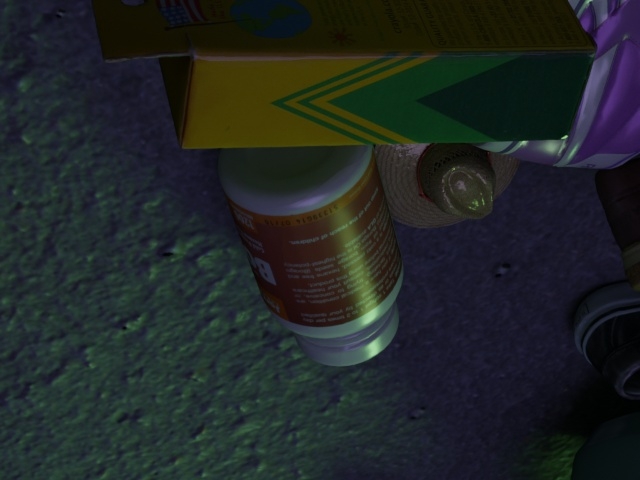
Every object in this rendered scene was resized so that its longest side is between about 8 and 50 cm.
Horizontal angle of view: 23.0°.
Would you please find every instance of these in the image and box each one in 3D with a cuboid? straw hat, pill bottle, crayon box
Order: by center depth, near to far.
[{"bbox_3d":[-0.001,-0.154,1.054,0.318,0.202,0.081,-2,133,-14],"label":"crayon box"},{"bbox_3d":[0.000,0.000,1.257,0.121,0.121,0.216,-18,135,0],"label":"pill bottle"},{"bbox_3d":[0.113,-0.050,1.277,0.144,0.061,0.144,-12,130,-15],"label":"straw hat"}]

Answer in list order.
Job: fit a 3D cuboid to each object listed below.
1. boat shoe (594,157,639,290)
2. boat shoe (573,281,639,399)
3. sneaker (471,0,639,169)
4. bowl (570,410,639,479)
[{"bbox_3d":[0.364,-0.070,1.296,0.342,0.123,0.123,-22,169,-26],"label":"boat shoe"},{"bbox_3d":[0.407,0.101,1.483,0.335,0.119,0.121,-7,134,-11],"label":"boat shoe"},{"bbox_3d":[0.228,-0.180,1.153,0.161,0.102,0.282,12,121,-20],"label":"sneaker"},{"bbox_3d":[0.369,0.249,1.541,0.311,0.163,0.311,-8,164,-2],"label":"bowl"}]
